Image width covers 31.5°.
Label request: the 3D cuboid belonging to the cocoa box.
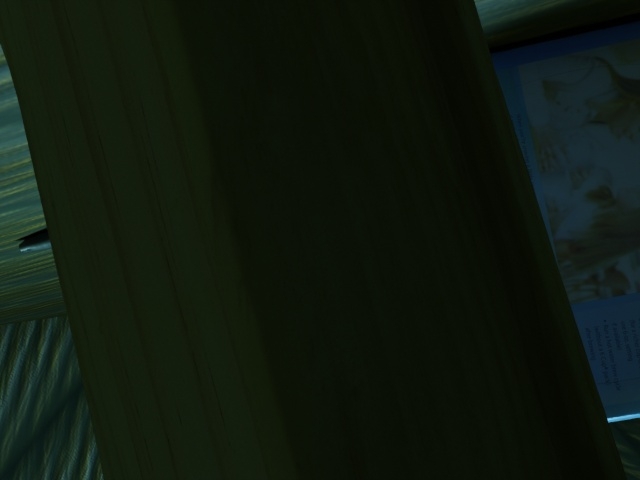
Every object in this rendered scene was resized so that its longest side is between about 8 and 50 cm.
[{"bbox_3d":[0.260,-0.007,1.085,0.232,0.347,0.228,-11,174,11],"label":"cocoa box"}]

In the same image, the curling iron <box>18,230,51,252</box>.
[{"bbox_3d":[-0.307,-0.012,1.516,0.274,0.035,0.068,-15,173,33],"label":"curling iron"}]

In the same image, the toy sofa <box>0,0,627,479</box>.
[{"bbox_3d":[-0.005,-0.013,0.456,0.150,0.362,0.177,-7,167,-42],"label":"toy sofa"}]
